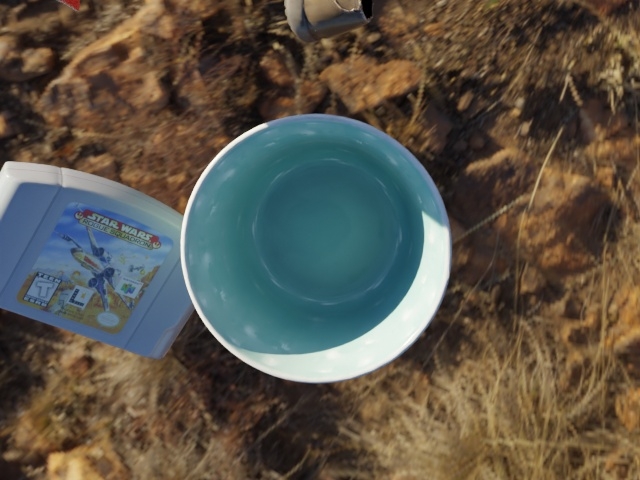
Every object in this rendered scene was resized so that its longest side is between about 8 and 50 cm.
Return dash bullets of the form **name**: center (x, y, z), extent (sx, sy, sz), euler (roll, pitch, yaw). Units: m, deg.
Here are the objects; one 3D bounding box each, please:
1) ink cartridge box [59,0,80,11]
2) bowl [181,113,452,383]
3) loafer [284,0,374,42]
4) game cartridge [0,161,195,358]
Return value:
- **ink cartridge box**: center (-0.295, -0.424, 1.340), extent (0.066, 0.261, 0.296), euler (3, 86, 22)
- **bowl**: center (0.000, 0.000, 1.470), extent (0.312, 0.163, 0.311), euler (1, 99, 5)
- **loafer**: center (0.058, -0.446, 1.717), extent (0.130, 0.134, 0.365), euler (9, 83, 25)
- **game cartridge**: center (-0.277, 0.022, 1.505), extent (0.297, 0.062, 0.198), euler (22, 118, -26)
